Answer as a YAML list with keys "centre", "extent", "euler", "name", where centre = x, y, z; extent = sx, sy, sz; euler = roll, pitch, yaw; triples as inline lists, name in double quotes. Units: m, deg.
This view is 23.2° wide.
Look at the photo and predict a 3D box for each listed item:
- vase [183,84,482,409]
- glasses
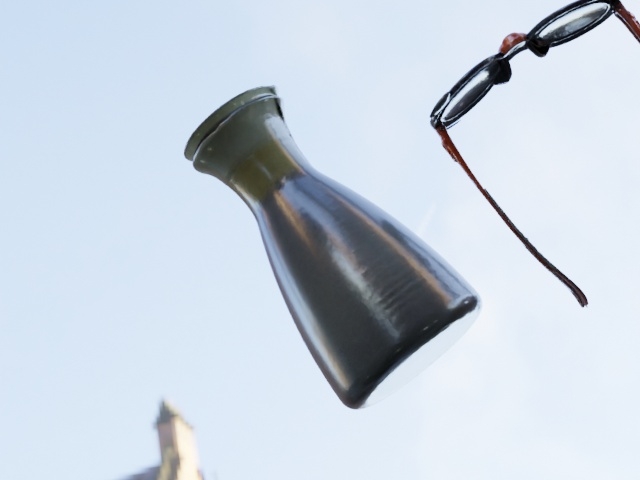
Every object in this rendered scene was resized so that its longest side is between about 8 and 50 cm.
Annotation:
- centre: [0.000, 0.000, 1.569]
  extent: [0.173, 0.321, 0.173]
  euler: [-37, -14, -11]
  name: "vase"
- centre: [0.265, -0.097, 1.563]
  extent: [0.234, 0.268, 0.118]
  euler: [-35, -10, 2]
  name: "glasses"
